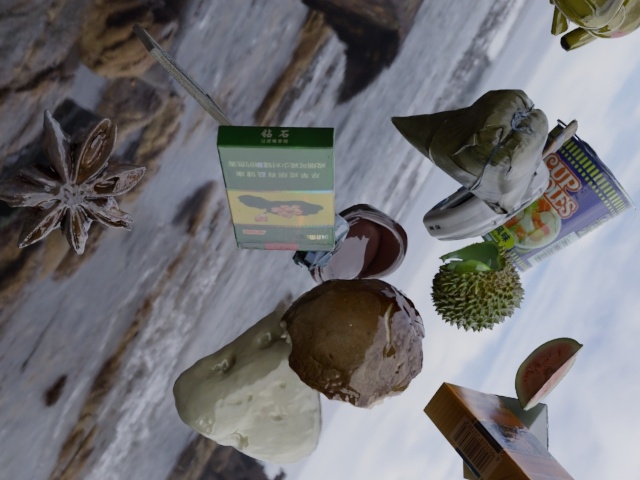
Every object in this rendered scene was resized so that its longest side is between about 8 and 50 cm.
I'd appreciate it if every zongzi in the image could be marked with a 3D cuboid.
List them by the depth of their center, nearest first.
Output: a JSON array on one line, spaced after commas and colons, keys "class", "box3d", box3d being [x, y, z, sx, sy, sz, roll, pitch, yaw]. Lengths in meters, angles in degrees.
[{"class": "zongzi", "box3d": [0.227, -0.185, 1.331, 0.125, 0.274, 0.251, -50, 163, -15]}]

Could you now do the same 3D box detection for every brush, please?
[{"class": "brush", "box3d": [0.405, -0.155, 1.488, 0.170, 0.014, 0.043, -42, 154, -14]}]

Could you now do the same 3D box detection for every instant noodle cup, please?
[{"class": "instant noodle cup", "box3d": [0.530, -0.082, 1.958, 0.312, 0.284, 0.284, -40, 180, 13]}]

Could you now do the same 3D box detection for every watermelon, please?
[{"class": "watermelon", "box3d": [0.435, 0.254, 1.569, 0.163, 0.069, 0.087, -47, -155, 3]}]

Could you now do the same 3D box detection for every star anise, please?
[{"class": "star anise", "box3d": [-0.504, -0.110, 1.636, 0.315, 0.315, 0.108, -61, -153, 12]}]

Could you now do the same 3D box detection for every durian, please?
[{"class": "durian", "box3d": [0.337, 0.103, 1.804, 0.237, 0.200, 0.177, -101, -173, -73]}]

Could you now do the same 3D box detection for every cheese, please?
[{"class": "cheese", "box3d": [-0.113, 0.282, 1.425, 0.251, 0.248, 0.173, -25, -152, -16]}]

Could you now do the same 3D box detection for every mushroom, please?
[{"class": "mushroom", "box3d": [0.082, 0.194, 1.362, 0.302, 0.207, 0.233, 48, 42, -44]}]

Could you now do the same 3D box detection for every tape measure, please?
[{"class": "tape measure", "box3d": [0.001, -0.002, 1.269, 0.094, 0.054, 0.091, -57, 162, 17]}]

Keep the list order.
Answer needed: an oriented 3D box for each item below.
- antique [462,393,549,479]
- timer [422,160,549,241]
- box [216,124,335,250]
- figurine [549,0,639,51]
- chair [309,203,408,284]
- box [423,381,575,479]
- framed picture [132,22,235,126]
[{"class": "antique", "box3d": [0.369, 0.412, 1.666, 0.148, 0.146, 0.152, -25, 114, -55]}, {"class": "timer", "box3d": [0.355, -0.084, 1.776, 0.262, 0.087, 0.237, -33, -172, -15]}, {"class": "box", "box3d": [-0.047, -0.056, 1.000, 0.235, 0.132, 0.034, 87, 4, -60]}, {"class": "figurine", "box3d": [0.526, -0.460, 1.565, 0.326, 0.169, 0.218, 4, 125, -57]}, {"class": "chair", "box3d": [-0.008, -0.046, 1.918, 0.226, 0.401, 0.227, -28, 138, -29]}, {"class": "box", "box3d": [0.284, 0.327, 1.278, 0.070, 0.152, 0.237, -55, -138, 15]}, {"class": "framed picture", "box3d": [-0.382, -0.454, 2.310, 0.028, 0.326, 0.446, -44, -151, 2]}]
